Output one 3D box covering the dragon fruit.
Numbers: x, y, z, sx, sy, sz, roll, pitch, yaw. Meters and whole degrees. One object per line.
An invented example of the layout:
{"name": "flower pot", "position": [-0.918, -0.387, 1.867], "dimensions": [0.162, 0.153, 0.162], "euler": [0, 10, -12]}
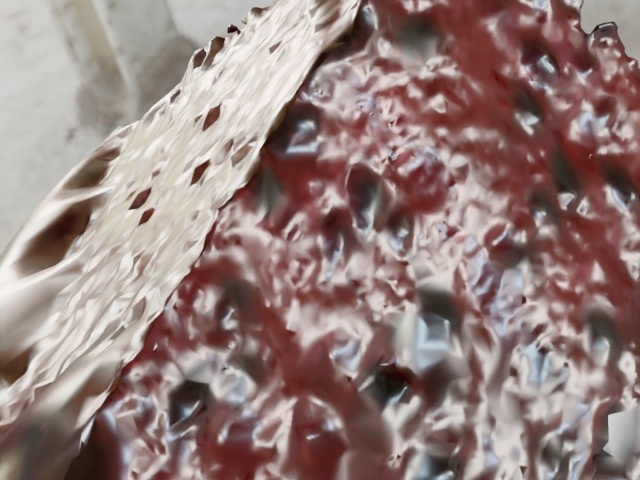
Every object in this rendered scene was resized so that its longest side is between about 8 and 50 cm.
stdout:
{"name": "dragon fruit", "position": [0.000, 0.000, 0.562], "dimensions": [0.302, 0.240, 0.330], "euler": [10, 6, -29]}
